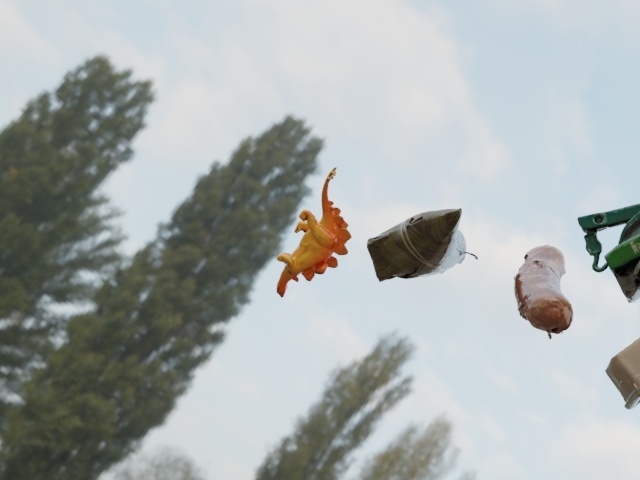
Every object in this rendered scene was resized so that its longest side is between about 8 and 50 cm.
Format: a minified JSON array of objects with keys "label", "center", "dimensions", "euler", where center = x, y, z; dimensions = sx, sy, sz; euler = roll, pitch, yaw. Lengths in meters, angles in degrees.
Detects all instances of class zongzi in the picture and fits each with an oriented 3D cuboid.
[{"label":"zongzi","center":[0.248,-0.009,2.187],"dimensions":[0.241,0.248,0.111],"euler":[-29,-106,41]}]

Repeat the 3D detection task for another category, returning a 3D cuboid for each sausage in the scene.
[{"label":"sausage","center":[0.347,0.073,1.826],"dimensions":[0.087,0.326,0.079],"euler":[-8,-76,11]}]

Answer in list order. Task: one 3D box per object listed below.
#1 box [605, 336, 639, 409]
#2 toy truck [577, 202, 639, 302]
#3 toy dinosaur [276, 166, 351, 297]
[{"label":"box","center":[0.419,0.164,1.507],"dimensions":[0.062,0.089,0.122],"euler":[52,-4,18]},{"label":"toy truck","center":[0.566,-0.021,1.674],"dimensions":[0.363,0.178,0.176],"euler":[-24,-23,14]},{"label":"toy dinosaur","center":[0.000,0.000,2.235],"dimensions":[0.117,0.288,0.070],"euler":[31,19,4]}]
